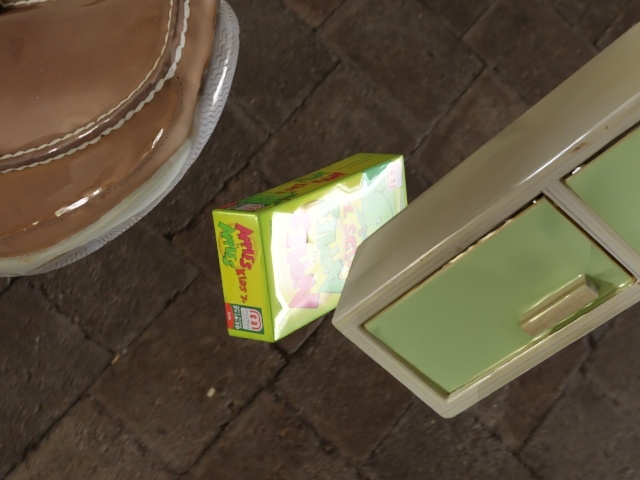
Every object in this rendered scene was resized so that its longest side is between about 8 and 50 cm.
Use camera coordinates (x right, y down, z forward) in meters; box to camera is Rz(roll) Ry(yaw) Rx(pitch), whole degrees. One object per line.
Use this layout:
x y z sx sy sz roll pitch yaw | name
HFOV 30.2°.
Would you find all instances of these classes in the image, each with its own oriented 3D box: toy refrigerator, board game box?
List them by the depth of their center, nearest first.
0.136 -0.010 0.677 0.102 0.269 0.094 41 35 -15 | toy refrigerator
0.000 0.000 0.876 0.181 0.043 0.092 -25 115 -50 | board game box

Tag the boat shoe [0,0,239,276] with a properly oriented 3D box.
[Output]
-0.184 -0.050 0.540 0.116 0.324 0.123 35 47 -47 | boat shoe
